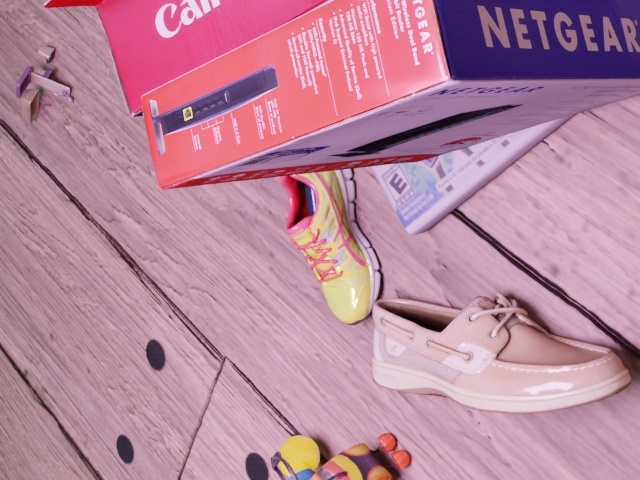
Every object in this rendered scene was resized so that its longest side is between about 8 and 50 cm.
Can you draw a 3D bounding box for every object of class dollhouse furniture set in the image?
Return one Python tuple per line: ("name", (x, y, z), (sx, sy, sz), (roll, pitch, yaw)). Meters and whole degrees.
("dollhouse furniture set", (-0.425, -0.232, 1.554), (0.081, 0.091, 0.114), (23, 150, -4))

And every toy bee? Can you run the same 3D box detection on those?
("toy bee", (0.032, 0.306, 1.137), (0.195, 0.162, 0.298), (59, 157, 8))

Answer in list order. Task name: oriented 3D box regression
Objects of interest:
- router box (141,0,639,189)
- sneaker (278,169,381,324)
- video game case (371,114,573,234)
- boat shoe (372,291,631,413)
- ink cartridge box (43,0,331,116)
("router box", (0.077, -0.126, 0.800), (0.301, 0.335, 0.082), (-14, 87, 45))
("sneaker", (0.000, 0.000, 1.122), (0.081, 0.094, 0.208), (-20, 86, 43))
("video game case", (0.130, -0.214, 0.992), (0.329, 0.036, 0.300), (-42, 69, 41))
("boat shoe", (0.163, 0.105, 0.978), (0.302, 0.109, 0.098), (1, 100, 50))
("ink cartridge box", (-0.065, -0.234, 0.947), (0.309, 0.272, 0.130), (-20, 88, 42))
